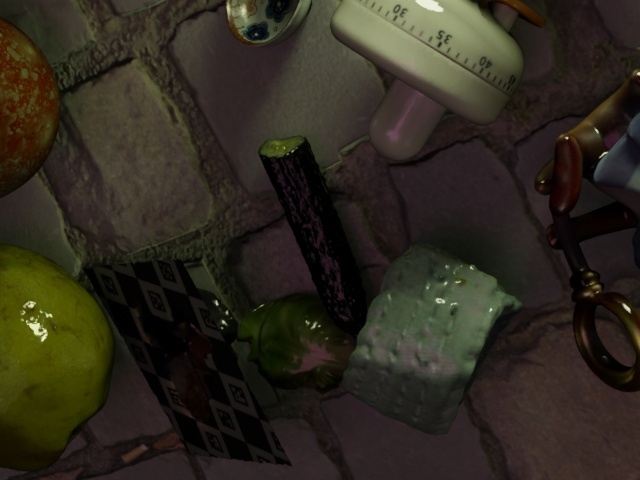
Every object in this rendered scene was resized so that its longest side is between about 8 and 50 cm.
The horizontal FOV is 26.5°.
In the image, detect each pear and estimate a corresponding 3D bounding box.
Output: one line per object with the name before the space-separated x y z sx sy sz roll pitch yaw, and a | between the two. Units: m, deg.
pear | -0.459 0.150 1.980 0.287 0.287 0.375 -44 76 31

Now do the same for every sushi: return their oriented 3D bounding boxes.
sushi | -0.172 0.157 1.954 0.320 0.069 0.339 -9 112 57

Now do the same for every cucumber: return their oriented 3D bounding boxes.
cucumber | 0.000 0.000 1.829 0.072 0.072 0.300 -14 105 27

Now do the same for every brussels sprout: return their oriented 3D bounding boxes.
brussels sprout | -0.021 0.146 1.900 0.181 0.100 0.139 12 102 35

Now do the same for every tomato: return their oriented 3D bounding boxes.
tomato | -0.477 -0.185 1.854 0.270 0.222 0.270 6 100 34

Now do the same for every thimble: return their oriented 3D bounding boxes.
thimble | 0.144 0.128 1.756 0.172 0.205 0.250 27 122 8

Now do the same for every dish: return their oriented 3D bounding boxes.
dish | -0.046 -0.304 1.718 0.141 0.078 0.141 -10 75 42

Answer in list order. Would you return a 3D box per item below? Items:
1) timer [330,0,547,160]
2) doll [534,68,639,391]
timer | 0.115 -0.207 1.593 0.233 0.233 0.240 32 99 5
doll | 0.388 -0.014 1.566 0.318 0.209 0.340 -33 94 45
